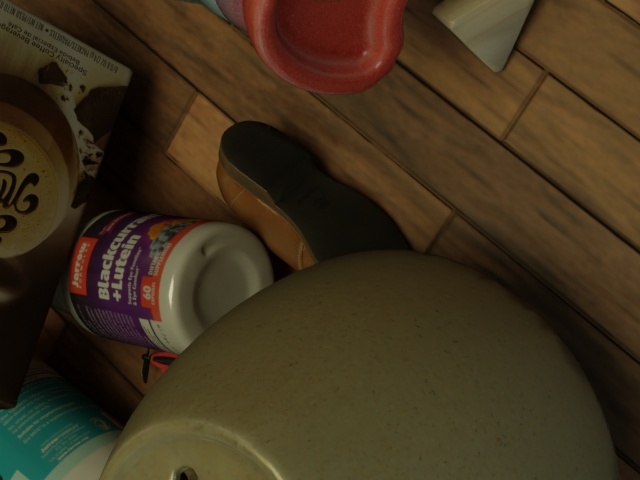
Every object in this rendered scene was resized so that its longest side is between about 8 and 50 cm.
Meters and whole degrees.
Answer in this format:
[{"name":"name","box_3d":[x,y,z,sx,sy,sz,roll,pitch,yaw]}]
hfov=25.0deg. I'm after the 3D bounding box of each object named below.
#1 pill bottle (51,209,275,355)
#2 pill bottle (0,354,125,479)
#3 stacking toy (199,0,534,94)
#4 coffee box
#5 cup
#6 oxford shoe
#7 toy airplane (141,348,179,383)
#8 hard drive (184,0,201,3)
[{"name":"pill bottle","box_3d":[-0.138,0.031,1.153,0.193,0.108,0.108,7,97,45]},{"name":"pill bottle","box_3d":[-0.265,0.175,1.236,0.264,0.146,0.146,33,110,27]},{"name":"stacking toy","box_3d":[0.058,-0.255,0.939,0.130,0.280,0.309,46,119,33]},{"name":"coffee box","box_3d":[-0.285,-0.033,1.139,0.119,0.168,0.297,-9,59,52]},{"name":"cup","box_3d":[-0.007,0.178,0.916,0.331,0.237,0.331,3,95,32]},{"name":"oxford shoe","box_3d":[0.000,0.000,1.114,0.212,0.076,0.076,46,145,19]},{"name":"toy airplane","box_3d":[-0.088,0.103,1.187,0.151,0.028,0.151,-9,73,31]},{"name":"hard drive","box_3d":[-0.051,-0.272,0.956,0.064,0.339,0.236,30,108,27]}]
